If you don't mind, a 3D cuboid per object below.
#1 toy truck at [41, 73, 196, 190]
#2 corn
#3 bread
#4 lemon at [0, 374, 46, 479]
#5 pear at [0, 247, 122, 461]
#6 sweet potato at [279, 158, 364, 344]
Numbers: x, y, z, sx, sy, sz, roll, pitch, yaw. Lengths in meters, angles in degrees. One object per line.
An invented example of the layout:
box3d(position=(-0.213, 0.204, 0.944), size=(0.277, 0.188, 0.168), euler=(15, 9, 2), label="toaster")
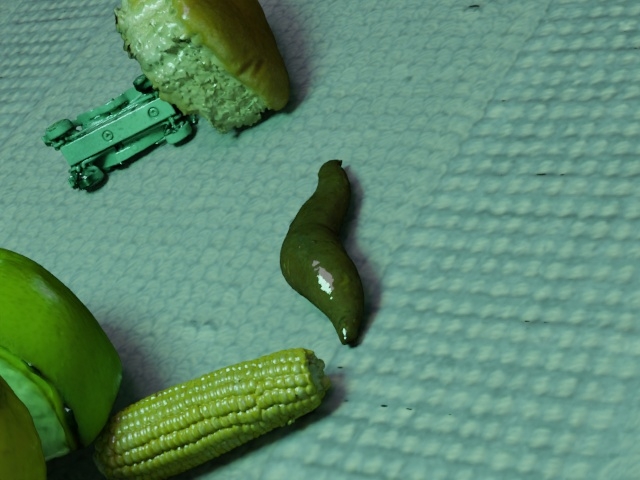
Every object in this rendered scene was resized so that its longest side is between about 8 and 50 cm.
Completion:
box3d(position=(-0.214, -0.122, 1.693), size=(0.154, 0.080, 0.078), euler=(-27, 15, 11), label="toy truck")
box3d(position=(-0.090, 0.141, 1.267), size=(0.206, 0.067, 0.067), euler=(-22, 35, 14), label="corn")
box3d(position=(-0.121, -0.217, 1.649), size=(0.121, 0.174, 0.245), euler=(-49, 29, 16), label="bread")
box3d(position=(-0.322, 0.194, 1.135), size=(0.288, 0.233, 0.233), euler=(-41, 32, 14), label="lemon")
box3d(position=(-0.308, 0.094, 1.367), size=(0.286, 0.176, 0.282), euler=(-23, 15, 18), label="pear")
box3d(position=(-0.002, -0.001, 1.376), size=(0.069, 0.059, 0.249), euler=(-9, 34, 3), label="sweet potato")
